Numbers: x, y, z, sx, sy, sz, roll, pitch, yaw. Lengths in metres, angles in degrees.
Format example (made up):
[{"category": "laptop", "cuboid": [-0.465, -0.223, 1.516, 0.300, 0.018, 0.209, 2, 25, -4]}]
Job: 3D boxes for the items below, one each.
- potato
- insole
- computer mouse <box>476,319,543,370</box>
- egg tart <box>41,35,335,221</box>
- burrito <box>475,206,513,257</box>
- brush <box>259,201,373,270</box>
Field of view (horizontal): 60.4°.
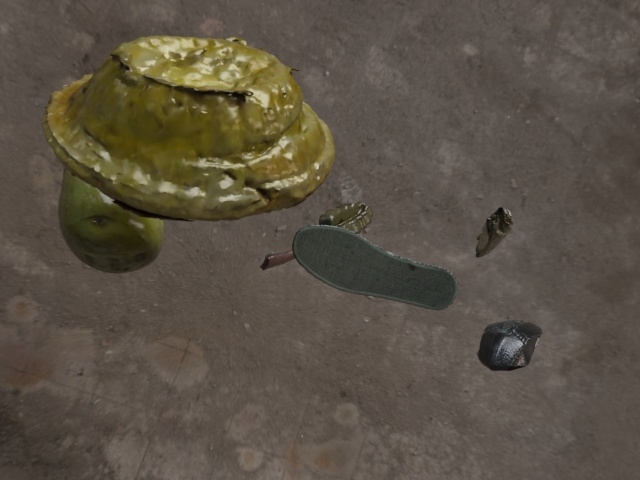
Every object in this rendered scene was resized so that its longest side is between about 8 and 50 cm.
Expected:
[{"category": "potato", "cuboid": [-0.314, -0.056, 0.839, 0.148, 0.197, 0.228, -23, 64, 8]}, {"category": "insole", "cuboid": [0.072, 0.040, 0.725, 0.232, 0.003, 0.080, 19, 98, -5]}, {"category": "computer mouse", "cuboid": [0.386, 0.202, 1.129, 0.192, 0.105, 0.062, -30, 116, -44]}, {"category": "egg tart", "cuboid": [-0.122, -0.134, 0.554, 0.290, 0.290, 0.115, 10, 125, -8]}, {"category": "burrito", "cuboid": [0.400, -0.015, 1.285, 0.063, 0.229, 0.058, -30, 75, -7]}, {"category": "brush", "cuboid": [0.000, 0.000, 0.932, 0.071, 0.301, 0.084, 37, 120, 18]}]
